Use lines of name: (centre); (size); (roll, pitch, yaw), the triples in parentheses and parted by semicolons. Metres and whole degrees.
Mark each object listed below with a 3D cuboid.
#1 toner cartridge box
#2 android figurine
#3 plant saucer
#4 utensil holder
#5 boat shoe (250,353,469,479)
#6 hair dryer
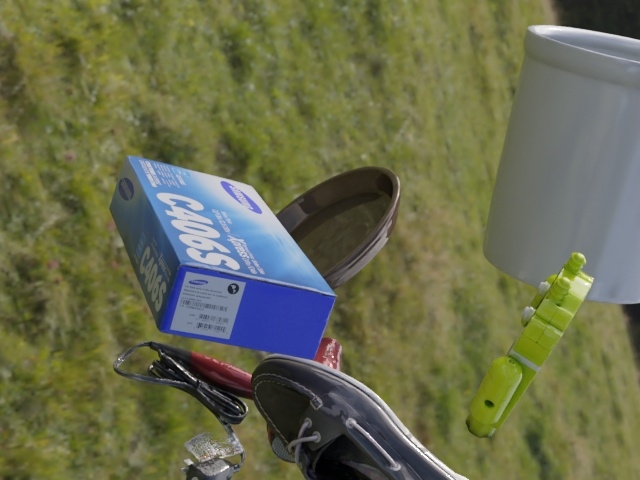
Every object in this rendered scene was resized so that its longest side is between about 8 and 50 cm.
toner cartridge box: (-0.117, 0.009, 1.259); (0.075, 0.165, 0.348); (-70, -156, 14)
android figurine: (0.270, 0.132, 1.511); (0.248, 0.056, 0.273); (-46, 164, -48)
plant saucer: (0.000, 0.000, 1.631); (0.041, 0.278, 0.278); (52, 29, -24)
utensil holder: (0.456, -0.128, 1.923); (0.327, 0.327, 0.385); (-39, 141, -67)
boat shoe: (0.048, 0.240, 1.215); (0.335, 0.112, 0.095); (35, 41, 14)
hair dryer: (-0.078, 0.172, 1.408); (0.293, 0.080, 0.223); (-10, 55, -40)
